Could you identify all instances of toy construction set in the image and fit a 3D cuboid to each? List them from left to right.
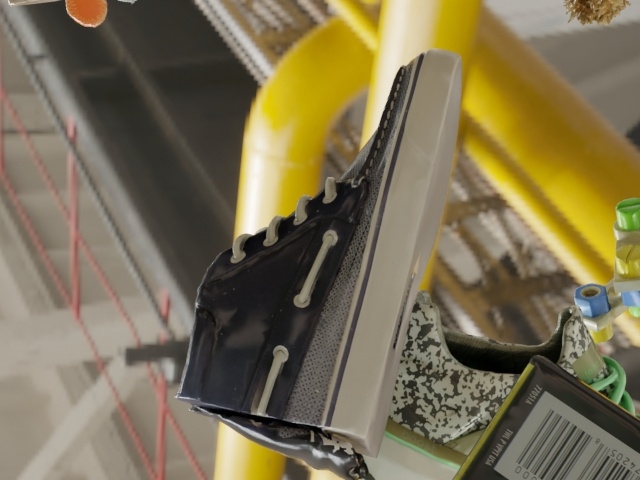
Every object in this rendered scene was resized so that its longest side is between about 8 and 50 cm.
[{"bbox_3d":[0.375,-0.031,1.542,0.215,0.151,0.327,-1,-135,27],"label":"toy construction set"}]

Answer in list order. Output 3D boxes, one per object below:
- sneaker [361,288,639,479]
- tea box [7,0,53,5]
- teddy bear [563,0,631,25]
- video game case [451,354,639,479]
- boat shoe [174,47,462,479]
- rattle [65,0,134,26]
[{"bbox_3d":[0.212,0.151,1.322,0.410,0.182,0.158,15,-163,-14],"label":"sneaker"},{"bbox_3d":[-0.119,-0.396,1.390,0.329,0.323,0.220,-5,-160,18],"label":"tea box"},{"bbox_3d":[0.154,-0.303,1.212,0.113,0.245,0.338,-1,-161,-38],"label":"teddy bear"},{"bbox_3d":[0.152,0.233,0.782,0.275,0.248,0.035,34,-177,19],"label":"video game case"},{"bbox_3d":[0.000,0.000,1.217,0.158,0.127,0.340,13,-107,12],"label":"boat shoe"},{"bbox_3d":[-0.141,-0.250,0.961,0.130,0.143,0.199,23,-100,37],"label":"rattle"}]
